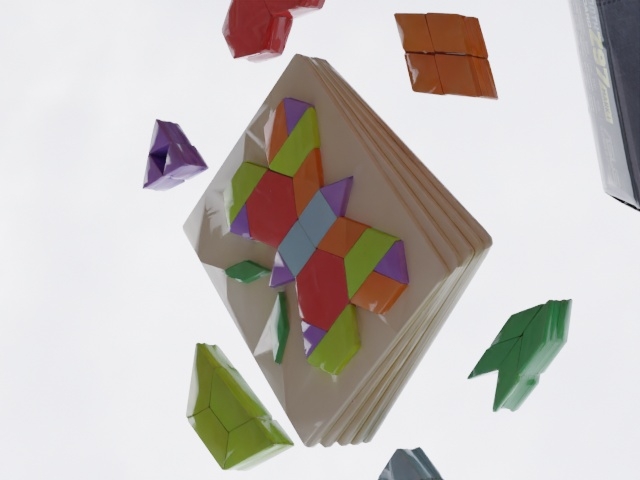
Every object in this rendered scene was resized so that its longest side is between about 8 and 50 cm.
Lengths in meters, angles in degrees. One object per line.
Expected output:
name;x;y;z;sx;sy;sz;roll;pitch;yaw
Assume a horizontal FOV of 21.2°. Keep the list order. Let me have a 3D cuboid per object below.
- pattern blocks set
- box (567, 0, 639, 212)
pattern blocks set;0.000;0.000;0.900;0.026;0.285;0.325;5;-154;-42
box;0.242;-0.154;1.034;0.183;0.233;0.059;-18;-160;-12
